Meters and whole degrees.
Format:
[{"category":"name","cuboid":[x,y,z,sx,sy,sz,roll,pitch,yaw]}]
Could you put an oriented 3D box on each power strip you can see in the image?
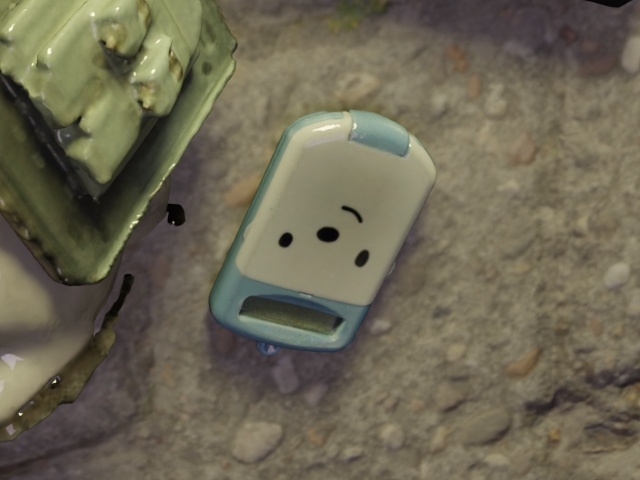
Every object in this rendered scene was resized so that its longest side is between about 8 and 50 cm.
[{"category":"power strip","cuboid":[-0.114,-0.106,0.706,0.065,0.213,0.198,5,144,32]}]

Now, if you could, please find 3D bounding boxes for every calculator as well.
[{"category":"calculator","cuboid":[0.000,0.000,0.945,0.121,0.039,0.210,17,115,-22]}]

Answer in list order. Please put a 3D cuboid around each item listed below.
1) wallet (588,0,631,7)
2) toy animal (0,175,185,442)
[{"category":"wallet","cuboid":[0.059,-0.288,0.776,0.406,0.062,0.228,10,117,-22]},{"category":"toy animal","cuboid":[-0.252,-0.063,0.741,0.258,0.194,0.357,-53,133,-30]}]
